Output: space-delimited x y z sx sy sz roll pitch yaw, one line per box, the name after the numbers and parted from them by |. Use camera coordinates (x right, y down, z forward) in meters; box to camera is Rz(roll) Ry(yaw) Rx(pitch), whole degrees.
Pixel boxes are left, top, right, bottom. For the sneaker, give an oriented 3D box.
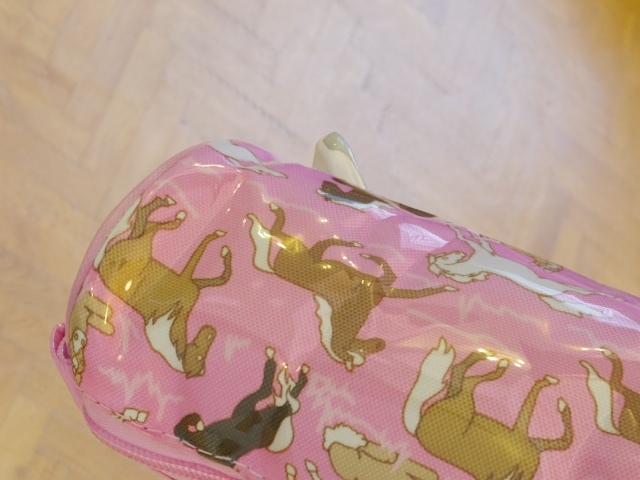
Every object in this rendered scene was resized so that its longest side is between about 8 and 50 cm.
0.000 0.000 0.910 0.061 0.152 0.053 -11 41 -13 | sneaker

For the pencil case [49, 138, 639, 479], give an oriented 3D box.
0.073 0.088 0.623 0.167 0.386 0.160 -19 130 -61 | pencil case
